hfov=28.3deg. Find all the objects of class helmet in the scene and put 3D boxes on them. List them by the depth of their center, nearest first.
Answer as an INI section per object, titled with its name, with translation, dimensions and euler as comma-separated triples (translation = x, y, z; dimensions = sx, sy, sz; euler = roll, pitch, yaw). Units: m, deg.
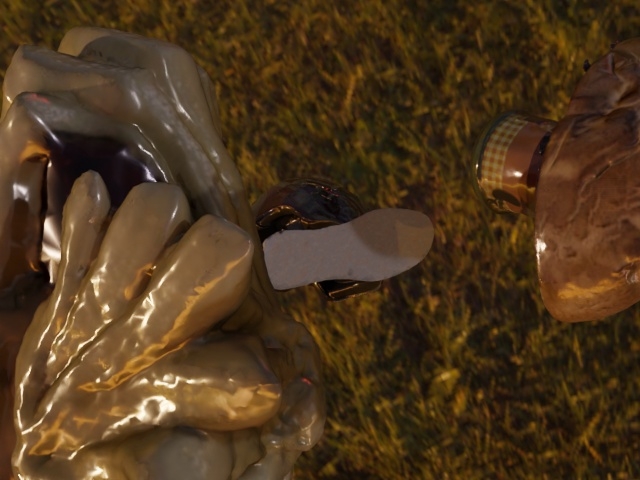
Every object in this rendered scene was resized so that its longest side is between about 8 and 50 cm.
[helmet]
translation = -0.002, -0.012, 1.453
dimensions = 0.176, 0.153, 0.107
euler = 6, 51, 18

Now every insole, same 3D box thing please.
[insole]
translation = 0.026, 0.009, 1.144
dimensions = 0.004, 0.197, 0.065
euler = 8, 106, 55

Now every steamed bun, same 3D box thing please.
[steamed bun]
translation = -0.098, 0.090, 0.680
dimensions = 0.247, 0.189, 0.428
euler = 3, 92, 24

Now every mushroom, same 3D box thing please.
[mushroom]
translation = 0.293, -0.058, 1.096
dimensions = 0.151, 0.156, 0.286
euler = 4, 64, 48

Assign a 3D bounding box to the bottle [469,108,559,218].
[bottle]
translation = 0.313, -0.076, 1.511
dimensions = 0.271, 0.143, 0.156
euler = 18, 46, 43
